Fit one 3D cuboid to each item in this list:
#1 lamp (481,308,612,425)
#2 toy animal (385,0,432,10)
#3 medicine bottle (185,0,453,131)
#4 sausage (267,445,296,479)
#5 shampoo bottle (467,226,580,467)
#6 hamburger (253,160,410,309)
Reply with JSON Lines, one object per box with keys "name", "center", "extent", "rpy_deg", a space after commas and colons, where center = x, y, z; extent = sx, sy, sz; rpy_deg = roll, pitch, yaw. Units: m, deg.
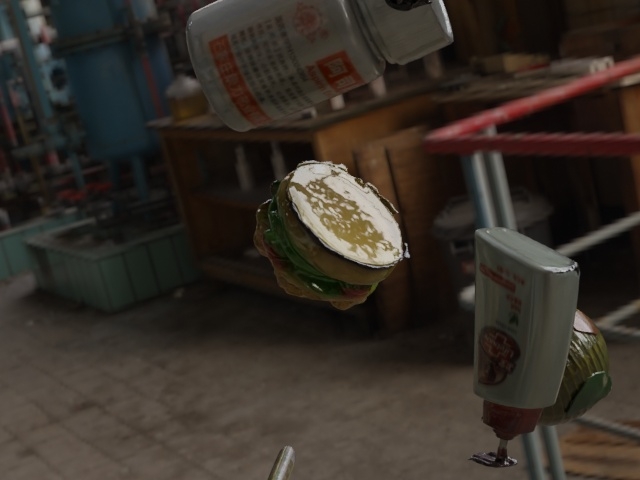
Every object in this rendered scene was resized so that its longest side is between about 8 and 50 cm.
{"name": "lamp", "center": [0.402, 0.243, 2.230], "extent": [0.284, 0.250, 0.250], "rpy_deg": [-36, 19, -18]}
{"name": "toy animal", "center": [0.094, -0.277, 1.143], "extent": [0.220, 0.107, 0.062], "rpy_deg": [11, 6, -7]}
{"name": "medicine bottle", "center": [-0.001, -0.324, 1.825], "extent": [0.372, 0.211, 0.211], "rpy_deg": [-20, 11, 15]}
{"name": "sausage", "center": [-0.074, 0.398, 1.900], "extent": [0.033, 0.032, 0.269], "rpy_deg": [-11, 16, 13]}
{"name": "shampoo bottle", "center": [0.219, 0.140, 1.361], "extent": [0.071, 0.284, 0.153], "rpy_deg": [-2, 17, -29]}
{"name": "hamburger", "center": [0.000, 0.000, 1.781], "extent": [0.149, 0.237, 0.237], "rpy_deg": [-48, -10, 35]}
